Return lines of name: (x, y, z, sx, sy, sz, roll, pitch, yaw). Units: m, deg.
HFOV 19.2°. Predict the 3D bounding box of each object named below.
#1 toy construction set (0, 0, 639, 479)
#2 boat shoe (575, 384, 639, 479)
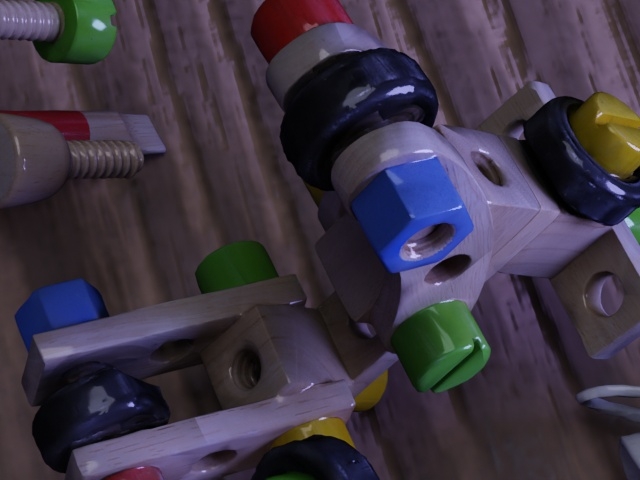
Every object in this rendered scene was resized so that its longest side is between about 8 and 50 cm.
toy construction set: (0.000, 0.000, 0.817, 0.237, 0.257, 0.309, -4, 31, -46)
boat shoe: (0.174, 0.105, 0.794, 0.367, 0.136, 0.156, -41, 68, -8)
